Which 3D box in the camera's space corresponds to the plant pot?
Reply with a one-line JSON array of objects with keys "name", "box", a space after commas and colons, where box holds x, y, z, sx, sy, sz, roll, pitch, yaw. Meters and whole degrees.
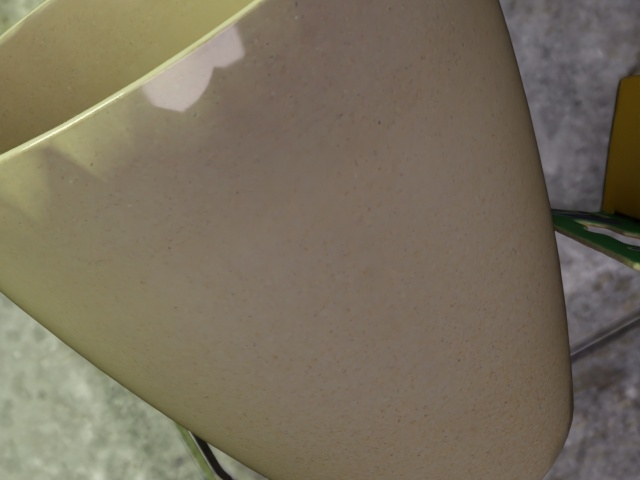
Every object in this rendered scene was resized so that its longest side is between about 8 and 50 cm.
[{"name": "plant pot", "box": [0.000, 0.000, 0.488, 0.256, 0.256, 0.274, -33, 115, 1]}]

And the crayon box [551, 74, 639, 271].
[{"name": "crayon box", "box": [0.272, -0.025, 0.507, 0.322, 0.203, 0.083, 5, 98, -5]}]
